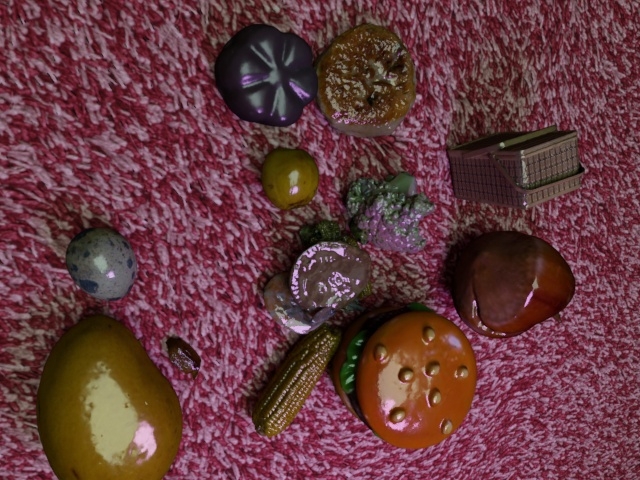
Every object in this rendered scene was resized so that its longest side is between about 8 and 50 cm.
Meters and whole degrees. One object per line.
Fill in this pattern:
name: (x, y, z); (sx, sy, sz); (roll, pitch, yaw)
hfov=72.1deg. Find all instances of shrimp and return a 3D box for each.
shrimp: (-0.012, 0.186, 1.234); (0.317, 0.062, 0.164); (16, 73, -22)

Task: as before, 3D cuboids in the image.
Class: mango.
mango: (-0.489, 0.391, 1.030); (0.301, 0.220, 0.445); (-9, 100, -17)

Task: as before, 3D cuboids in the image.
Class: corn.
corn: (-0.068, 0.393, 1.250); (0.120, 0.120, 0.363); (40, 82, -23)
corn: (0.100, 0.076, 1.278); (0.068, 0.068, 0.207); (-26, 108, -15)

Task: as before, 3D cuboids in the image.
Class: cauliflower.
cauliflower: (0.204, -0.103, 1.233); (0.256, 0.239, 0.315); (25, 69, 14)

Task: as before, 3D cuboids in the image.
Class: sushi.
sushi: (-0.358, 0.310, 1.152); (0.055, 0.052, 0.120); (-35, 115, 8)

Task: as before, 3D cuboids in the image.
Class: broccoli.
broccoli: (0.000, 0.000, 1.205); (0.120, 0.131, 0.130); (31, 104, 14)

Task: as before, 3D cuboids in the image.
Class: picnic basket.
picnic basket: (0.551, -0.221, 1.264); (0.228, 0.313, 0.175); (-20, 108, -16)

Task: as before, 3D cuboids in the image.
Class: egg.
egg: (-0.493, 0.057, 1.001); (0.141, 0.141, 0.181); (-20, 115, -17)

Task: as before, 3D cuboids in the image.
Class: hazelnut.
hazelnut: (0.582, 0.137, 1.349); (0.372, 0.372, 0.315); (19, 55, -24)

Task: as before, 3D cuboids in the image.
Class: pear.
pear: (-0.076, -0.157, 1.120); (0.149, 0.149, 0.162); (-8, 99, -20)

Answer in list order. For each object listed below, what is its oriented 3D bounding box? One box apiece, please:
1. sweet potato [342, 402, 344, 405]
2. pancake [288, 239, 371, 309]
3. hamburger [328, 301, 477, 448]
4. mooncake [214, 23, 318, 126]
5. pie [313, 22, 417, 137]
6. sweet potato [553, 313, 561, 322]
sweet potato: (0.154, 0.445, 1.382); (0.218, 0.051, 0.065); (-31, 112, -14)
pancake: (0.027, 0.094, 1.174); (0.236, 0.042, 0.222); (-13, 117, -16)
hamburger: (0.254, 0.375, 1.246); (0.396, 0.277, 0.395); (1, 87, -21)
mooncake: (-0.127, -0.395, 1.065); (0.245, 0.133, 0.245); (-8, 108, -26)
pie: (0.126, -0.425, 1.178); (0.315, 0.092, 0.315); (-4, 101, -19)
sweet potato: (0.833, 0.257, 1.617); (0.214, 0.050, 0.050); (22, 92, -27)
